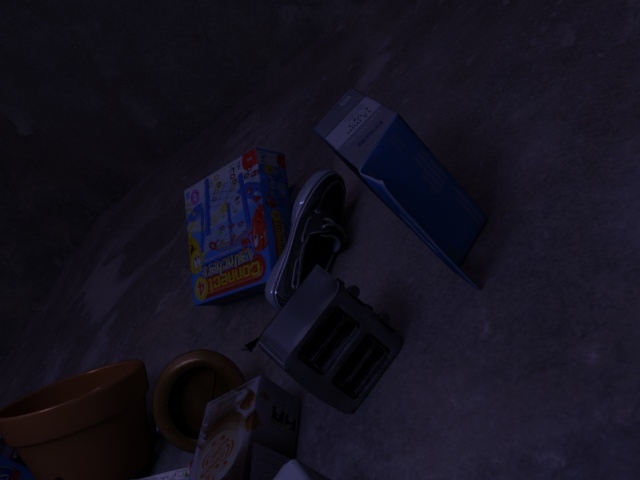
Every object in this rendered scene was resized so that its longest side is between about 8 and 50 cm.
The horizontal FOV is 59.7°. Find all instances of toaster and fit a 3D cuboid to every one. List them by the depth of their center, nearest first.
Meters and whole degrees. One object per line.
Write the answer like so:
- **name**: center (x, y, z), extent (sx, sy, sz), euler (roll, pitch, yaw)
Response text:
- **toaster**: center (0.010, 0.156, 0.863), extent (0.185, 0.168, 0.110), euler (-51, 28, -8)

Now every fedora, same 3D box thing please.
- **fedora**: center (-0.218, 0.296, 1.049), extent (0.194, 0.194, 0.079), euler (-46, -2, 3)

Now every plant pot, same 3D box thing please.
- **plant pot**: center (-0.478, 0.393, 1.147), extent (0.291, 0.203, 0.291), euler (-16, 4, 1)

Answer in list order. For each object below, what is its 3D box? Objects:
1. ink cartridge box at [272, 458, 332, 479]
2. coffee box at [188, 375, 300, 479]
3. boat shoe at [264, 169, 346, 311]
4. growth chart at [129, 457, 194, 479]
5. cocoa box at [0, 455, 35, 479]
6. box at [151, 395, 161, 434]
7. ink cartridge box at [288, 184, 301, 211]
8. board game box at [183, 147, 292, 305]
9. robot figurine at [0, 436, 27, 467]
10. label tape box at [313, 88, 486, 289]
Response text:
- **ink cartridge box**: center (-0.003, 0.408, 0.609), extent (0.197, 0.114, 0.273), euler (-52, 28, -6)
- **coffee box**: center (-0.123, 0.356, 0.869), extent (0.141, 0.098, 0.246), euler (-34, 30, 27)
- **boat shoe**: center (0.000, 0.000, 1.169), extent (0.119, 0.121, 0.335), euler (-1, 63, 45)
- **growth chart**: center (-0.292, 0.476, 0.971), extent (0.237, 0.021, 0.172), euler (-21, 42, 11)
- **cocoa box**: center (-0.768, 0.686, 1.234), extent (0.347, 0.228, 0.231), euler (-40, 28, 16)
- **box**: center (-0.275, 0.327, 1.159), extent (0.137, 0.072, 0.126), euler (-48, 27, -1)
- **ink cartridge box**: center (-0.094, -0.057, 1.367), extent (0.180, 0.104, 0.060), euler (-21, 37, 42)
- **board game box**: center (-0.196, -0.020, 1.320), extent (0.308, 0.086, 0.302), euler (-21, 71, 42)
- **robot figurine**: center (-0.747, 0.551, 1.452), extent (0.174, 0.209, 0.278), euler (-6, 44, 26)
- **label tape box**: center (0.144, -0.099, 0.914), extent (0.115, 0.249, 0.347), euler (-45, 27, 5)
